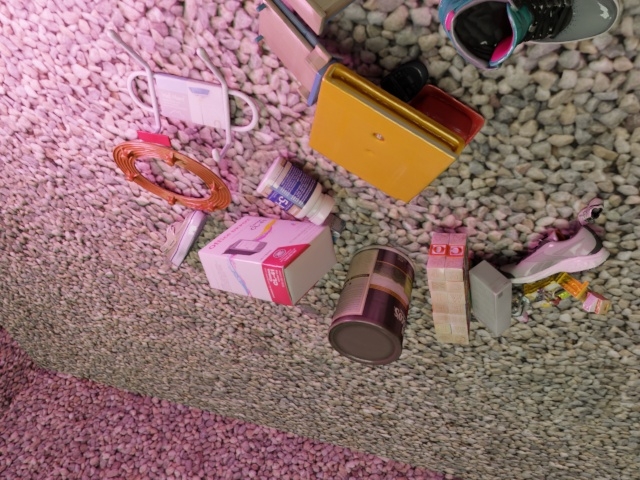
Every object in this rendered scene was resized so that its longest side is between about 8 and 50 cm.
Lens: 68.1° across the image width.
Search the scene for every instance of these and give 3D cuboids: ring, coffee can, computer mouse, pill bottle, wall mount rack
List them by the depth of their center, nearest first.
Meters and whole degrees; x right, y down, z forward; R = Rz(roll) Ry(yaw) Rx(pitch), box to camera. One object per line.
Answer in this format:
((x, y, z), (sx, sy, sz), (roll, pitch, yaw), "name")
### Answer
((0.134, -0.311, 1.023), (0.242, 0.041, 0.071), (-22, 114, 45), "computer mouse")
((-0.328, -0.342, 1.100), (0.350, 0.130, 0.304), (13, 137, 8), "wall mount rack")
((-0.061, -0.123, 1.231), (0.186, 0.112, 0.112), (33, 136, -12), "pill bottle")
((-0.410, -0.161, 1.306), (0.336, 0.032, 0.336), (14, 158, 6), "ring")
((0.150, 0.178, 1.334), (0.201, 0.275, 0.201), (11, 137, 11), "coffee can")

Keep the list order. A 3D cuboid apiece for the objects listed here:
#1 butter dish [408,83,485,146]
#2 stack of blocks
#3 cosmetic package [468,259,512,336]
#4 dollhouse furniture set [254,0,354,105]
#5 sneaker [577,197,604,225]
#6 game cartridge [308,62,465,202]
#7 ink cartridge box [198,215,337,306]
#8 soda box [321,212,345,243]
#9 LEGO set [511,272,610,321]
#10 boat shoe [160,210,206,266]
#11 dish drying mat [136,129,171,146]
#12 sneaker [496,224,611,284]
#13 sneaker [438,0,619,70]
((0.241, -0.217, 1.009), (0.160, 0.118, 0.160), (29, 137, -8), "butter dish")
((0.352, 0.118, 1.270), (0.087, 0.171, 0.297), (0, 133, 21), "stack of blocks")
((0.465, 0.161, 1.289), (0.099, 0.060, 0.239), (47, 169, 39), "cosmetic package")
((-0.024, -0.467, 0.902), (0.286, 0.198, 0.303), (49, 167, 2), "dollhouse furniture set")
((0.617, -0.058, 1.082), (0.032, 0.037, 0.083), (14, 139, 5), "sneaker")
((0.116, -0.204, 0.997), (0.285, 0.053, 0.324), (31, 169, 0), "game cartridge")
((-0.143, 0.045, 1.301), (0.306, 0.226, 0.131), (9, 125, 33), "ink cartridge box")
((0.000, 0.000, 1.373), (0.063, 0.058, 0.183), (29, 138, -9), "soda box")
((0.636, 0.148, 1.215), (0.107, 0.132, 0.287), (29, 160, -16), "LEGO set")
((-0.448, -0.010, 1.509), (0.094, 0.109, 0.302), (33, 139, -10), "boat shoe")
((-0.402, -0.248, 1.144), (0.083, 0.008, 0.032), (12, 141, 8), "dish drying mat")
((0.561, 0.038, 1.176), (0.271, 0.100, 0.108), (-27, 88, 46), "sneaker")
((0.339, -0.359, 0.779), (0.295, 0.178, 0.124), (9, 136, 13), "sneaker")
